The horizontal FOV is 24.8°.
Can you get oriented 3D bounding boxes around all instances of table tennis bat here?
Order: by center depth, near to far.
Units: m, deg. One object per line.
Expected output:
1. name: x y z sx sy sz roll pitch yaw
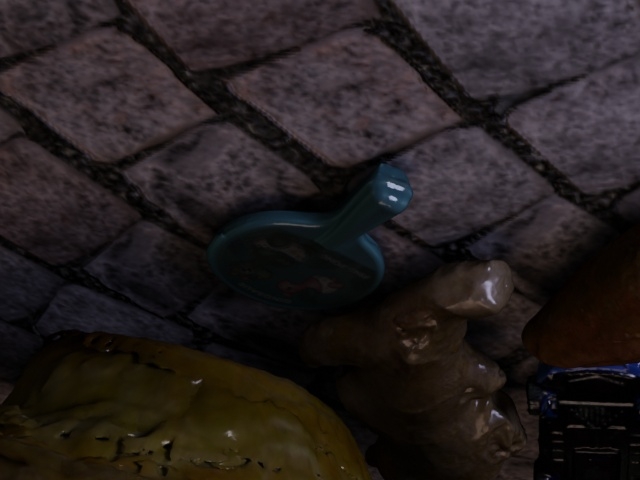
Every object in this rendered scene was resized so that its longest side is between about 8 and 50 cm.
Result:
1. table tennis bat: 0.000 0.000 0.998 0.124 0.033 0.201 20 149 -23

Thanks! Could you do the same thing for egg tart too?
1. egg tart: -0.110 0.184 1.125 0.443 0.178 0.443 16 167 4

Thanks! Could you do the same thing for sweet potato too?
1. sweet potato: 0.223 0.034 0.940 0.097 0.097 0.251 26 147 -22

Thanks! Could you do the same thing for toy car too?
1. toy car: 0.212 0.139 1.120 0.103 0.063 0.216 1 140 11

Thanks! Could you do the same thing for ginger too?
1. ginger: 0.072 0.118 1.109 0.166 0.080 0.333 0 150 12
